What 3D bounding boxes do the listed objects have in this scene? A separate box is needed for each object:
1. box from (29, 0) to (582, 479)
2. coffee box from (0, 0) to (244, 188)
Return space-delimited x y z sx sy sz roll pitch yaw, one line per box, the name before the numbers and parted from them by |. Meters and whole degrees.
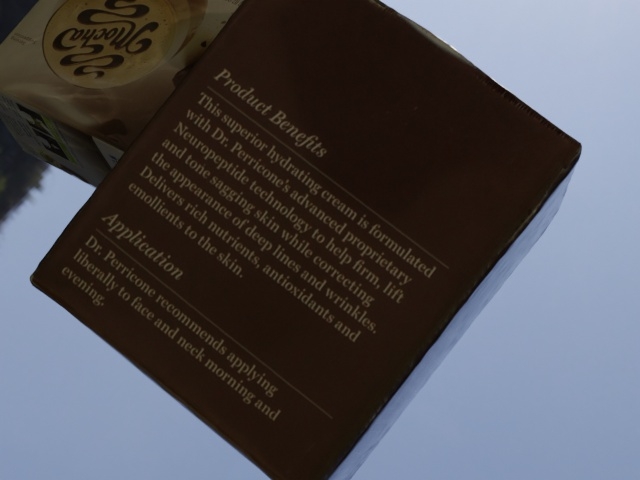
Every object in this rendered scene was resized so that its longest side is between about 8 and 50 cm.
box | 0.000 0.000 0.644 0.168 0.167 0.203 38 -92 11
coffee box | -0.101 -0.105 1.022 0.297 0.119 0.168 27 -111 26
